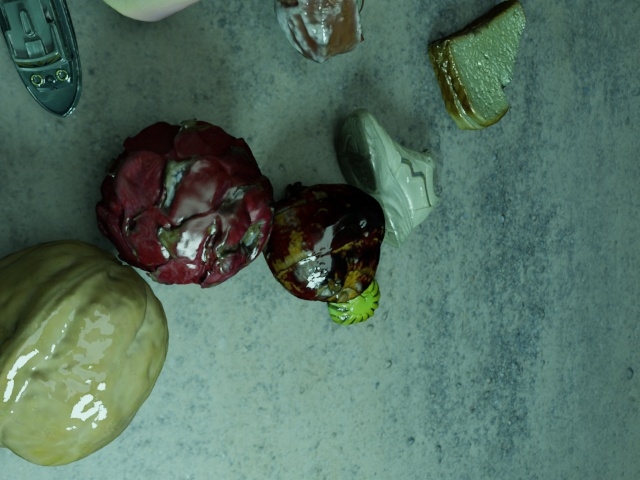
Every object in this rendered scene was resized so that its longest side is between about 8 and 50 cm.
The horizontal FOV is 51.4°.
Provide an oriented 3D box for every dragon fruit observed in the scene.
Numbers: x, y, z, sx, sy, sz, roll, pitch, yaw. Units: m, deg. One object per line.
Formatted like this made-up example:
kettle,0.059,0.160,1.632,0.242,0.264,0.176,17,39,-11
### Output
dragon fruit,-0.238,-0.065,1.219,0.329,0.329,0.329,-6,101,-30

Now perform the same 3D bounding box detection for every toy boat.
toy boat,-0.482,-0.356,1.136,0.114,0.122,0.296,-12,109,-3

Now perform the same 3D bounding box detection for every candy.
candy,-0.024,-0.499,1.328,0.157,0.214,0.289,-30,112,-17

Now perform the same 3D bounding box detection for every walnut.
walnut,-0.449,0.181,1.131,0.381,0.381,0.381,-6,101,-30

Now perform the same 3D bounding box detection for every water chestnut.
water chestnut,0.000,0.000,1.417,0.289,0.244,0.289,-11,108,-36

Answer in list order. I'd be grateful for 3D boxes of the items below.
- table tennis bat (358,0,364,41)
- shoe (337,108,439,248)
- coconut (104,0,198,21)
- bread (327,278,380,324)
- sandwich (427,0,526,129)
table tennis bat,0.063,-0.520,1.494,0.098,0.019,0.155,-29,109,-24
shoe,0.174,-0.173,1.560,0.210,0.132,0.342,-37,119,-25
coconut,-0.297,-0.506,1.155,0.233,0.245,0.233,22,64,-56
bread,0.083,0.140,1.587,0.139,0.071,0.130,-15,110,-28
sandwich,0.419,-0.435,1.670,0.288,0.099,0.254,-36,108,-21
